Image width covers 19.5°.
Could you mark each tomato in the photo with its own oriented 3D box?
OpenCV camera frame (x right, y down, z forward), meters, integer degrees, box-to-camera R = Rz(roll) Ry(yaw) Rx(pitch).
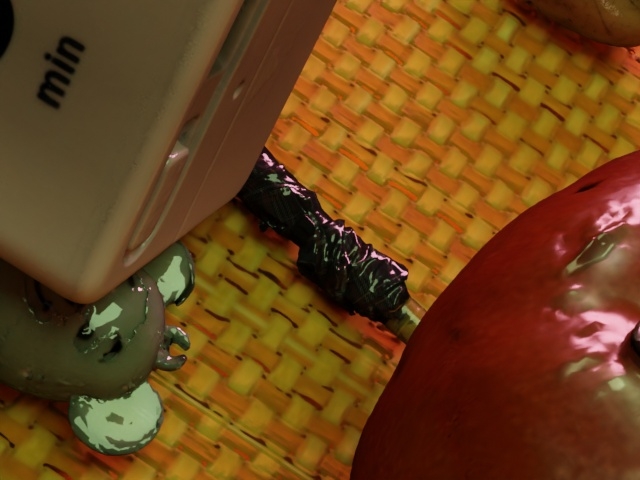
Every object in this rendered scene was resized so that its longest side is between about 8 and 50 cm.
[{"bbox_3d":[0.178,0.121,0.804,0.341,0.273,0.341,6,45,-6],"label":"tomato"}]

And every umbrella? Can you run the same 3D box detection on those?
[{"bbox_3d":[0.000,0.000,0.940,0.144,0.037,0.040,42,40,10],"label":"umbrella"}]

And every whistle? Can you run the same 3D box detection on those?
[{"bbox_3d":[-0.171,0.018,0.836,0.235,0.077,0.114,16,66,-10],"label":"whistle"}]

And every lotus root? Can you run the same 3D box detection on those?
[{"bbox_3d":[0.147,-0.157,1.082,0.152,0.063,0.072,36,16,6],"label":"lotus root"}]

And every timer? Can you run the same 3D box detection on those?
[{"bbox_3d":[-0.111,-0.118,0.825,0.195,0.192,0.194,31,24,8],"label":"timer"}]
